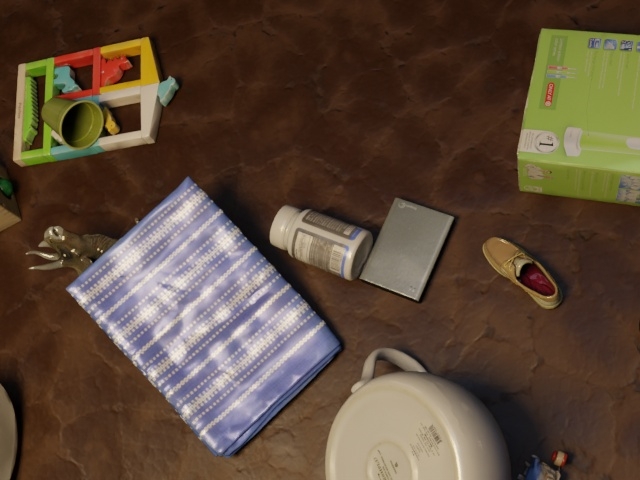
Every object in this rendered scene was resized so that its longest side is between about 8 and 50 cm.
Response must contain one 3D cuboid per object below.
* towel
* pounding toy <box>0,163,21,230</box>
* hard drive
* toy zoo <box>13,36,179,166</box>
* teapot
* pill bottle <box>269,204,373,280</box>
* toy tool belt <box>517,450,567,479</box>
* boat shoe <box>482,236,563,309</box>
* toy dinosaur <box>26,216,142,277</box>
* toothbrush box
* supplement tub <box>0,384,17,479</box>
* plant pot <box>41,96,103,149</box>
[{"bbox_3d":[-0.163,0.110,1.251,0.243,0.040,0.336,-43,89,-4],"label":"towel"},{"bbox_3d":[-0.567,-0.086,1.456,0.141,0.100,0.130,-27,67,4],"label":"pounding toy"},{"bbox_3d":[0.126,0.013,1.282,0.094,0.022,0.135,20,77,20],"label":"hard drive"},{"bbox_3d":[-0.378,-0.238,1.500,0.293,0.030,0.192,-9,69,11],"label":"toy zoo"},{"bbox_3d":[0.140,0.277,1.103,0.253,0.187,0.256,5,88,44],"label":"teapot"},{"bbox_3d":[0.000,0.000,1.290,0.137,0.078,0.078,22,78,21],"label":"pill bottle"},{"bbox_3d":[0.276,0.299,1.125,0.051,0.052,0.083,23,77,12],"label":"toy tool belt"},{"bbox_3d":[0.279,0.038,1.220,0.135,0.045,0.050,41,85,23],"label":"boat shoe"},{"bbox_3d":[-0.266,0.071,1.328,0.313,0.121,0.160,44,95,-2],"label":"toy dinosaur"},{"bbox_3d":[0.428,-0.163,1.213,0.283,0.122,0.206,8,73,18],"label":"toothbrush box"},{"bbox_3d":[-0.625,0.296,1.265,0.316,0.228,0.228,-6,69,13],"label":"supplement tub"},{"bbox_3d":[-0.411,-0.199,1.440,0.079,0.083,0.083,26,79,34],"label":"plant pot"}]
